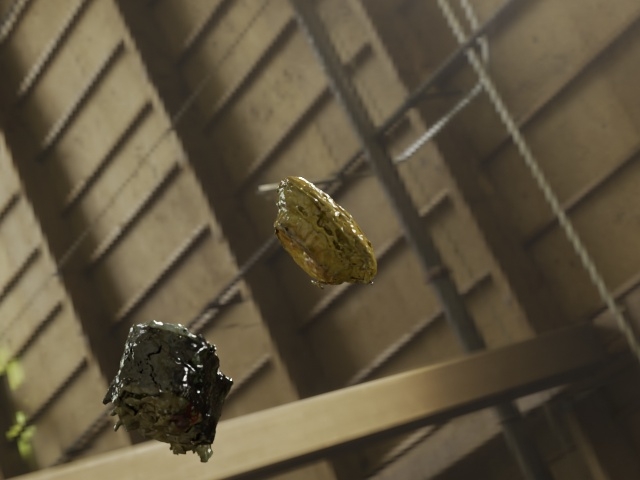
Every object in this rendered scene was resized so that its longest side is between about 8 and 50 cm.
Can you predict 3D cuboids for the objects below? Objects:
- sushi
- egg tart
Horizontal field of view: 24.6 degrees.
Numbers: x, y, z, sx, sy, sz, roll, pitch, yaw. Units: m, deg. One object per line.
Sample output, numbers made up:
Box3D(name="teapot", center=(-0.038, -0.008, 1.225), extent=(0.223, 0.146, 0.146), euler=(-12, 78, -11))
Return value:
Box3D(name="sushi", center=(-0.194, 0.181, 1.775), extent=(0.147, 0.115, 0.212), euler=(17, -23, 8))
Box3D(name="egg tart", center=(0.000, 0.000, 1.337), extent=(0.130, 0.052, 0.130), euler=(43, -16, 16))
